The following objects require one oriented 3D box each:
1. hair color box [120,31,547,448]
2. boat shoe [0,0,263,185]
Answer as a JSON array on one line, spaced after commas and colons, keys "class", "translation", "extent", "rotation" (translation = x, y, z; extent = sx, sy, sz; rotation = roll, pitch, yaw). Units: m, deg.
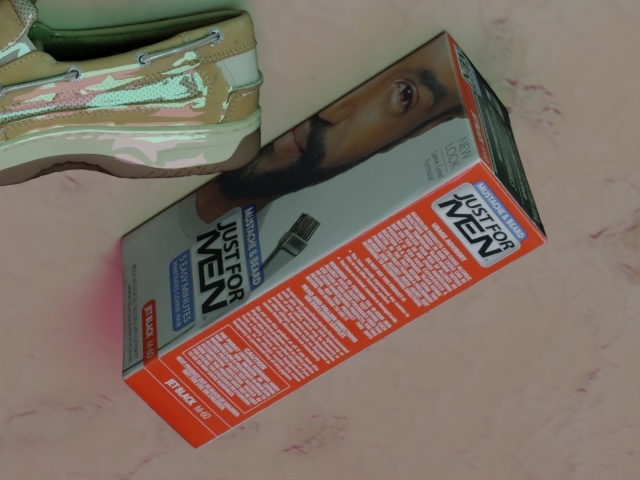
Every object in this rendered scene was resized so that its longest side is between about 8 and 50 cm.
[{"class": "hair color box", "translation": [0.000, 0.000, 0.767], "extent": [0.167, 0.093, 0.053], "rotation": [-31, 124, 16]}, {"class": "boat shoe", "translation": [-0.117, -0.063, 0.733], "extent": [0.190, 0.068, 0.072], "rotation": [-5, 116, -14]}]
